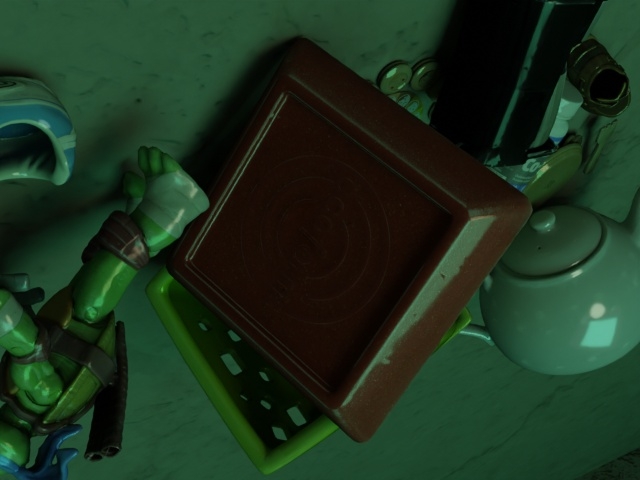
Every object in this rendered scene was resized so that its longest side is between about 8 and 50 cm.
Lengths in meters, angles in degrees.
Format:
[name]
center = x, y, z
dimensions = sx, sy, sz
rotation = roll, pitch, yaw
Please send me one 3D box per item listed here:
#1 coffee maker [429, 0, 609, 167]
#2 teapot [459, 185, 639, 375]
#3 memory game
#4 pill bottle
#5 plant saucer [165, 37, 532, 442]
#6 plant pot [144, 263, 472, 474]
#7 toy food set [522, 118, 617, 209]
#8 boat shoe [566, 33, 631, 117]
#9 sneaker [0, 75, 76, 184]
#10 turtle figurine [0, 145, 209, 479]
[coffee maker]
center = 0.177, -0.165, 0.874
dimensions = 0.171, 0.120, 0.178
rotation = -34, 146, -45
[teapot]
center = 0.311, 0.042, 1.240
dimensions = 0.256, 0.252, 0.187
rotation = -50, 128, -30
[memory game]
center = 0.069, -0.113, 0.971
dimensions = 0.186, 0.012, 0.186
rotation = -24, 148, -16
[pill bottle]
center = 0.228, -0.120, 1.048
dimensions = 0.078, 0.078, 0.137
rotation = -4, 138, -40
[plant saucer]
center = 0.000, 0.000, 0.786
dimensions = 0.258, 0.259, 0.047
rotation = -57, 160, 18
[plant pot]
center = 0.005, 0.064, 0.929
dimensions = 0.228, 0.227, 0.207
rotation = -41, 165, 20
[toy food set]
center = 0.283, -0.088, 1.194
dimensions = 0.192, 0.038, 0.132
rotation = -31, 156, -16
[boat shoe]
center = 0.324, -0.178, 1.076
dimensions = 0.064, 0.060, 0.178
rotation = -43, 148, 14
[sneaker]
center = -0.280, -0.068, 0.634
dimensions = 0.237, 0.086, 0.085
rotation = -8, 142, -35
[turtle figurine]
center = -0.235, 0.027, 0.735
dimensions = 0.266, 0.274, 0.198
rotation = -51, 157, -23
